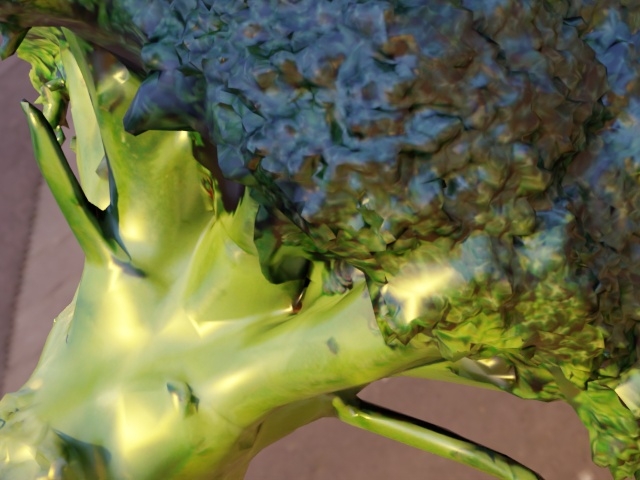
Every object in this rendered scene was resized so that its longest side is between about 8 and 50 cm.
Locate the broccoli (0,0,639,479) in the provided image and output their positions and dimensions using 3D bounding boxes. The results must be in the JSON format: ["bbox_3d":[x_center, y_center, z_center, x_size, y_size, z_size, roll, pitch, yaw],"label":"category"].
[{"bbox_3d":[0.000,0.000,0.536,0.297,0.298,0.297,-57,23,10],"label":"broccoli"}]
